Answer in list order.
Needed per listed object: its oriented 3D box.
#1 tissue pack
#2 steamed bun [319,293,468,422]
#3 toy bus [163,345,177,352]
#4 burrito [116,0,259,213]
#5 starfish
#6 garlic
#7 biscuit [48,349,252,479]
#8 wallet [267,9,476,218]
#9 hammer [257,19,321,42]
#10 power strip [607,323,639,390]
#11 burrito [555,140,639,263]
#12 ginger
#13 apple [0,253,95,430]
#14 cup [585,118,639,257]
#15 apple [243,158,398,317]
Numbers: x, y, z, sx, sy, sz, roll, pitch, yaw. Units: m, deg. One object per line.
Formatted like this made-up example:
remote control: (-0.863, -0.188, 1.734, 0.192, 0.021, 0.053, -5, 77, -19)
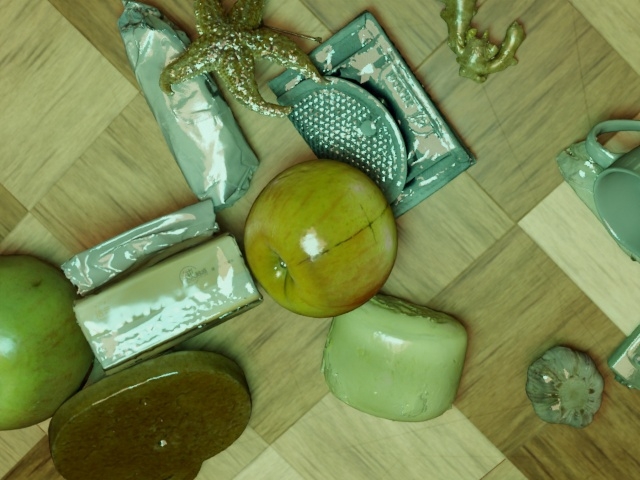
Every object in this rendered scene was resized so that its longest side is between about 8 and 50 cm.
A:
tissue pack: (-0.286, 0.078, 1.826, 0.305, 0.238, 0.239, -25, 100, -8)
steamed bun: (0.138, 0.229, 1.889, 0.272, 0.166, 0.232, 18, 104, 3)
toy bus: (-0.343, 0.134, 1.971, 0.083, 0.088, 0.195, -25, 99, 12)
burrito: (-0.249, -0.264, 1.853, 0.139, 0.101, 0.446, -24, 99, 13)
starfish: (-0.140, -0.358, 1.778, 0.299, 0.060, 0.303, -6, 83, -4)
garlic: (0.450, 0.269, 1.892, 0.159, 0.102, 0.147, 40, 92, -15)
biscuit: (-0.321, 0.359, 1.972, 0.394, 0.070, 0.350, -19, 133, -6)
wallet: (0.090, -0.208, 1.837, 0.237, 0.075, 0.342, -34, 98, 17)
hammer: (-0.058, -0.376, 1.843, 0.122, 0.014, 0.029, 15, 114, 3)
power strip: (0.638, 0.155, 1.866, 0.080, 0.048, 0.286, 35, 104, -3)
burrito: (0.524, -0.057, 1.818, 0.275, 0.059, 0.082, 51, 148, -8)
ginger: (0.264, -0.369, 1.781, 0.193, 0.052, 0.176, 14, 100, 3)
apple: (-0.591, 0.197, 1.909, 0.338, 0.305, 0.339, 2, 104, 6)
cup: (0.579, -0.126, 1.720, 0.234, 0.186, 0.258, -37, 70, -20)
apple: (0.000, 0.000, 1.790, 0.286, 0.233, 0.286, 34, 146, 27)
